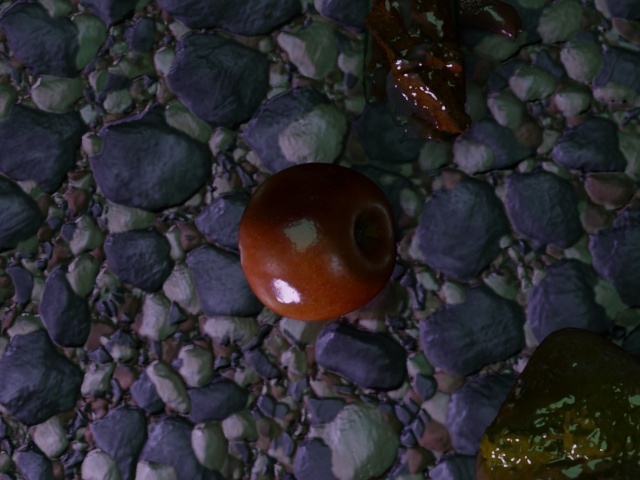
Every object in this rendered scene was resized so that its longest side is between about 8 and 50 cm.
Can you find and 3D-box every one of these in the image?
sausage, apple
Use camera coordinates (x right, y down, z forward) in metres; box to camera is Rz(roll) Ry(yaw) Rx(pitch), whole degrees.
[{"bbox_3d":[0.135,-0.239,1.832,0.158,0.036,0.042,14,124,17],"label":"sausage"},{"bbox_3d":[0.000,0.000,1.775,0.139,0.163,0.163,-3,81,28],"label":"apple"}]

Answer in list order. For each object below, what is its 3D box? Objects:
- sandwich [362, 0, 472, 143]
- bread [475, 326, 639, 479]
[{"bbox_3d":[0.091,-0.200,1.757,0.109,0.160,0.185,-3,116,3],"label":"sandwich"},{"bbox_3d":[0.279,0.206,1.647,0.246,0.176,0.196,27,92,19],"label":"bread"}]
